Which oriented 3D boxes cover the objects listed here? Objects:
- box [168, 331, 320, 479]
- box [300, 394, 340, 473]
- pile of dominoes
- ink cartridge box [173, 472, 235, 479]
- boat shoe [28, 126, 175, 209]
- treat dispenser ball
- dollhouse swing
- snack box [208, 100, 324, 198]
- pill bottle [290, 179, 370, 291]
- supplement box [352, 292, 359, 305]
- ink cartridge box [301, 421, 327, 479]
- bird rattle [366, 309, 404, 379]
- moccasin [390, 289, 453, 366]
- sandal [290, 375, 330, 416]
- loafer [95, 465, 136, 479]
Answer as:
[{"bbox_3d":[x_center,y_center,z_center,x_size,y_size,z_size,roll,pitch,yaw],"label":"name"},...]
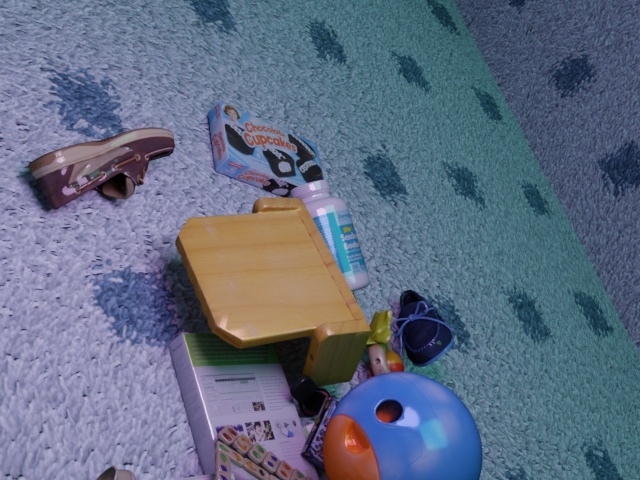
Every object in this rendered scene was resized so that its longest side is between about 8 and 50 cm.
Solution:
[{"bbox_3d":[-0.144,0.327,1.542,0.232,0.058,0.322,7,55,-47],"label":"box"},{"bbox_3d":[0.026,0.384,1.592,0.094,0.027,0.137,43,48,-18],"label":"box"},{"bbox_3d":[-0.072,0.406,1.395,0.251,0.040,0.196,39,10,-19],"label":"pile of dominoes"},{"bbox_3d":[-0.191,0.492,1.306,0.153,0.087,0.208,8,55,-46],"label":"ink cartridge box"},{"bbox_3d":[-0.409,-0.137,1.611,0.342,0.123,0.123,-26,94,-56],"label":"boat shoe"},{"bbox_3d":[0.147,0.383,1.475,0.288,0.288,0.288,30,40,-29],"label":"treat dispenser ball"},{"bbox_3d":[-0.117,0.126,1.655,0.305,0.315,0.347,-16,58,-21],"label":"dollhouse swing"},{"bbox_3d":[-0.129,-0.211,2.042,0.322,0.060,0.187,19,46,-39],"label":"snack box"},{"bbox_3d":[0.011,-0.001,1.874,0.146,0.146,0.264,-12,84,-53],"label":"pill bottle"},{"bbox_3d":[0.034,0.166,1.866,0.083,0.083,0.056,-9,73,-52],"label":"supplement box"},{"bbox_3d":[0.078,0.423,1.663,0.235,0.056,0.171,-16,71,-39],"label":"ink cartridge box"},{"bbox_3d":[0.153,0.290,1.856,0.207,0.143,0.253,39,25,-62],"label":"bird rattle"},{"bbox_3d":[0.228,0.208,1.977,0.117,0.138,0.342,55,2,-8],"label":"moccasin"},{"bbox_3d":[-0.013,0.323,1.640,0.040,0.067,0.179,37,-10,29],"label":"sandal"},{"bbox_3d":[-0.364,0.410,1.165,0.092,0.102,0.268,53,34,-10],"label":"loafer"}]
